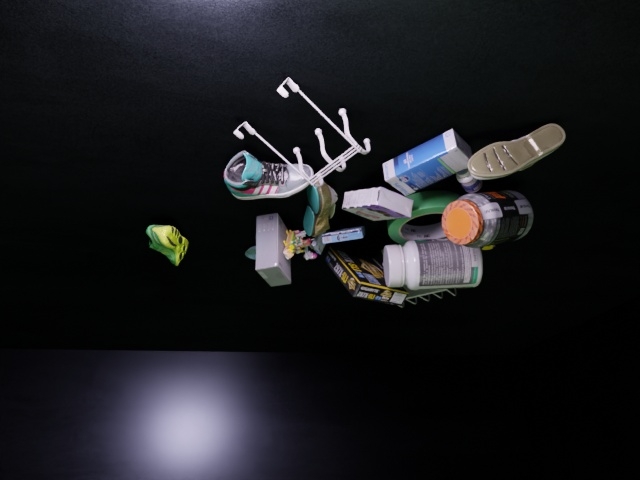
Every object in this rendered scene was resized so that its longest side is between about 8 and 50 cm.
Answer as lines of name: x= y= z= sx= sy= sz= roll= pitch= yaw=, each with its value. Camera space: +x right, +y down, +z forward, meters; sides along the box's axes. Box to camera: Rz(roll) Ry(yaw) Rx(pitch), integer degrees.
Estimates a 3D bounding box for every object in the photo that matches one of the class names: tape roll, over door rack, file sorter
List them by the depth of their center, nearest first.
over door rack: x=-0.046 y=-0.313 z=1.420 sx=0.324 sy=0.108 sz=0.240 roll=32 pitch=138 yaw=-26
tape roll: x=0.423 y=-0.080 z=1.923 sx=0.322 sy=0.077 sz=0.321 roll=-3 pitch=152 yaw=-2
file sorter: x=0.449 y=0.177 z=2.191 sx=0.278 sy=0.192 sz=0.173 roll=-18 pitch=152 yaw=30

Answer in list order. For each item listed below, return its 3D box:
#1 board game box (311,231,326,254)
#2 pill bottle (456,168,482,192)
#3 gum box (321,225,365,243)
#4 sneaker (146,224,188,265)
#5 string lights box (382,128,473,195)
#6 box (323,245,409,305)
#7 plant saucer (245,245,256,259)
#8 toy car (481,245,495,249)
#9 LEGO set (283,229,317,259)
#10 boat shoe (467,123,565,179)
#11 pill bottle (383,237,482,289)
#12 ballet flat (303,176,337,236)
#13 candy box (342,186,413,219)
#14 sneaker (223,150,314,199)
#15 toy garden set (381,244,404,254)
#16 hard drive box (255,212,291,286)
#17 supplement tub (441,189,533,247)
board game box: x=0.000 y=0.000 z=2.018 sx=0.020 sy=0.090 sz=0.090 roll=18 pitch=160 yaw=23
pill bottle: x=0.507 y=-0.218 z=1.678 sx=0.067 sy=0.067 sz=0.120 roll=-20 pitch=148 yaw=28
gum box: x=0.095 y=-0.024 z=1.937 sx=0.157 sy=0.041 sz=0.184 roll=-9 pitch=-176 yaw=9
sneaker: x=-0.620 y=0.008 z=1.978 sx=0.124 sy=0.109 sz=0.295 roll=19 pitch=155 yaw=8
string lights box: x=0.350 y=-0.248 z=1.594 sx=0.260 sy=0.076 sz=0.133 roll=-23 pitch=146 yaw=33
box: x=0.190 y=0.150 z=2.101 sx=0.257 sy=0.322 sz=0.079 roll=13 pitch=111 yaw=-29
plant saucer: x=-0.273 y=0.051 z=2.155 sx=0.119 sy=0.021 sz=0.119 roll=-2 pitch=152 yaw=-1
toy car: x=0.706 y=-0.043 z=2.048 sx=0.225 sy=0.053 sz=0.239 roll=11 pitch=148 yaw=-25
LEGO set: x=-0.068 y=0.004 z=1.970 sx=0.107 sy=0.132 sz=0.287 roll=-17 pitch=172 yaw=13
boat shoe: x=0.606 y=-0.259 z=1.525 sx=0.302 sy=0.113 sz=0.103 roll=-20 pitch=164 yaw=3
pill bottle: x=0.443 y=0.095 z=1.957 sx=0.361 sy=0.204 sz=0.204 roll=-3 pitch=152 yaw=-1
ballet flat: x=0.005 y=-0.131 z=1.764 sx=0.123 sy=0.123 sz=0.348 roll=0 pitch=152 yaw=-6
candy box: x=0.202 y=-0.128 z=1.744 sx=0.165 sy=0.070 sz=0.196 roll=17 pitch=169 yaw=-34
sneaker: x=-0.182 y=-0.218 z=1.559 sx=0.296 sy=0.123 sz=0.178 roll=-9 pitch=161 yaw=13
toy garden set: x=0.422 y=0.085 z=2.265 sx=0.204 sy=0.049 sz=0.244 roll=-16 pitch=150 yaw=23
hard drive box: x=-0.182 y=0.038 z=1.915 sx=0.089 sy=0.232 sz=0.181 roll=-9 pitch=151 yaw=11
supplement tub: x=0.591 y=-0.077 z=1.733 sx=0.316 sy=0.193 sz=0.193 roll=-8 pitch=160 yaw=-37
